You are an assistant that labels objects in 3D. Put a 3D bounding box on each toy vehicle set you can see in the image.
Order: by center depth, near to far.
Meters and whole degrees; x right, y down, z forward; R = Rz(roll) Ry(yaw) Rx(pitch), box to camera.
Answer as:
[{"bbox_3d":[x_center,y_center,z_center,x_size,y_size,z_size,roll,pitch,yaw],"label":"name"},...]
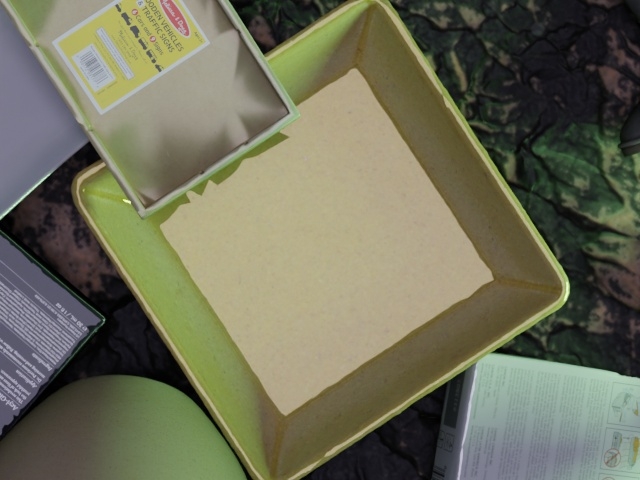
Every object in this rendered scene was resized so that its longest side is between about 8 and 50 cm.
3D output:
[{"bbox_3d":[-0.157,-0.173,1.314,0.166,0.035,0.267,-33,94,-3],"label":"toy vehicle set"}]

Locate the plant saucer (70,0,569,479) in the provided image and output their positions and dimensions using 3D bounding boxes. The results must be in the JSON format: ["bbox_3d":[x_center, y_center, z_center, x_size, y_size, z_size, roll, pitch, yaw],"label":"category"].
[{"bbox_3d":[0.000,0.000,1.382,0.332,0.081,0.333,-33,90,-2],"label":"plant saucer"}]

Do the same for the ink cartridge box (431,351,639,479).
[{"bbox_3d":[0.220,0.208,1.425,0.232,0.066,0.189,10,89,-24],"label":"ink cartridge box"}]

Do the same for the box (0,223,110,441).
[{"bbox_3d":[-0.346,0.054,1.353,0.261,0.103,0.184,41,84,-3],"label":"box"}]

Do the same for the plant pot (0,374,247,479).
[{"bbox_3d":[-0.176,0.229,1.305,0.284,0.284,0.191,5,54,-4],"label":"plant pot"}]

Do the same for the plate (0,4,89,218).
[{"bbox_3d":[-0.308,-0.173,1.339,0.278,0.045,0.277,46,60,-2],"label":"plate"}]

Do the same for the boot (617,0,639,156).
[{"bbox_3d":[0.302,-0.206,1.407,0.189,0.076,0.208,-36,99,-17],"label":"boot"}]
